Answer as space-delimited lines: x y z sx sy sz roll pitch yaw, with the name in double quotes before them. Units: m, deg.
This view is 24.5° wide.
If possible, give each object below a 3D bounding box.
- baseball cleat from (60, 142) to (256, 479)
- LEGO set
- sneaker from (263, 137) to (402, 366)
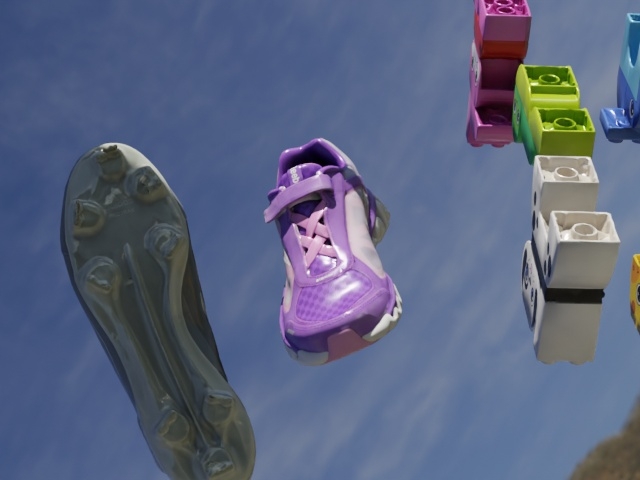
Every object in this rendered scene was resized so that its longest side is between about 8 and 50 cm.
"baseball cleat" -0.095 0.052 0.811 0.072 0.205 0.109 -14 -15 -14
"LEGO set" 0.109 -0.016 0.562 0.227 0.087 0.093 -91 2 -60
"sneaker" 0.000 0.000 1.117 0.236 0.095 0.104 -92 -19 -59
